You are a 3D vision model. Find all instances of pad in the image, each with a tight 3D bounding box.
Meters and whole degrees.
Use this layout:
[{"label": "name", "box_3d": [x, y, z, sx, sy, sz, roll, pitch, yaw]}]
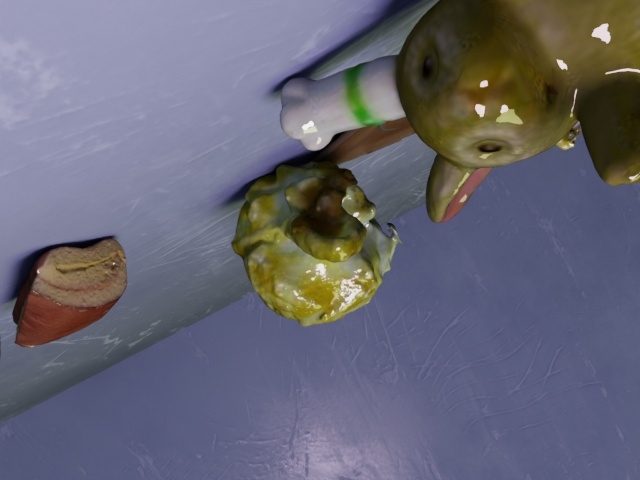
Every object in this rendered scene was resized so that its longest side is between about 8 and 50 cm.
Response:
[{"label": "pad", "box_3d": [0.144, -0.170, 0.955, 0.284, 0.018, 0.286, -25, 173, -36]}]

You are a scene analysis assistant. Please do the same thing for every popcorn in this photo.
[{"label": "popcorn", "box_3d": [0.000, 0.000, 0.922, 0.198, 0.198, 0.212, -26, 169, -17]}]

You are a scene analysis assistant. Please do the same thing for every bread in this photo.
[{"label": "bread", "box_3d": [-0.245, 0.051, 0.826, 0.119, 0.067, 0.192, -25, 174, -28]}]

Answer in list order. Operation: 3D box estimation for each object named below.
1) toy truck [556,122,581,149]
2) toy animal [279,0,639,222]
[{"label": "toy truck", "box_3d": [0.328, -0.211, 0.837, 0.286, 0.136, 0.111, -39, -172, 27]}, {"label": "toy animal", "box_3d": [0.137, -0.117, 0.541, 0.363, 0.181, 0.180, -33, -174, 18]}]
